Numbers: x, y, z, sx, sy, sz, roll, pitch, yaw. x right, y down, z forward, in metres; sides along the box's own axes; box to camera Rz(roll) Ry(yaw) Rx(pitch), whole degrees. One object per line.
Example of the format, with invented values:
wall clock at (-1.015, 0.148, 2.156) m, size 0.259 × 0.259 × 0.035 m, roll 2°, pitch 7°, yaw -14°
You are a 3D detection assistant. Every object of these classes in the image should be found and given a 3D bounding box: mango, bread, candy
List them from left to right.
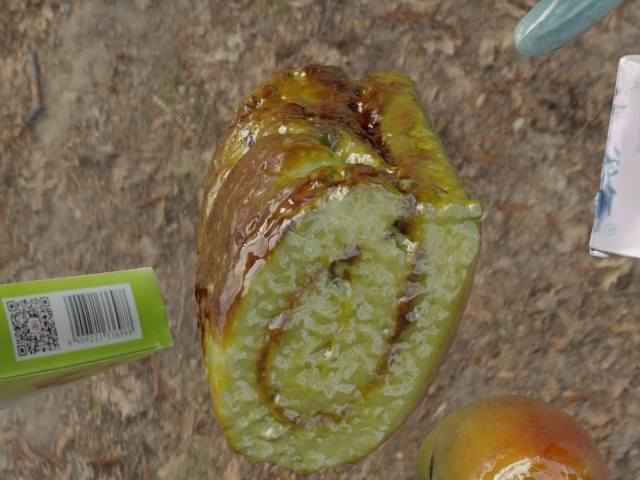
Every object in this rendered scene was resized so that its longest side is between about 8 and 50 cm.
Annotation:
bread at (0.000, 0.000, 0.516) m, size 0.103 × 0.132 × 0.172 m, roll 15°, pitch 24°, yaw -12°
mango at (0.152, 0.192, 0.975) m, size 0.129 × 0.289 × 0.146 m, roll 26°, pitch 97°, yaw -7°
candy at (0.260, -0.063, 0.921) m, size 0.073 × 0.092 × 0.160 m, roll 12°, pitch 101°, yaw 30°

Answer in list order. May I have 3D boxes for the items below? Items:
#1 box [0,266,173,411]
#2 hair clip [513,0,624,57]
box at (-0.253, 0.089, 0.811) m, size 0.175 × 0.260 × 0.062 m, roll -6°, pitch 77°, yaw -57°
hair clip at (0.041, -0.258, 0.415) m, size 0.392 × 0.318 × 0.238 m, roll -36°, pitch 47°, yaw -1°
